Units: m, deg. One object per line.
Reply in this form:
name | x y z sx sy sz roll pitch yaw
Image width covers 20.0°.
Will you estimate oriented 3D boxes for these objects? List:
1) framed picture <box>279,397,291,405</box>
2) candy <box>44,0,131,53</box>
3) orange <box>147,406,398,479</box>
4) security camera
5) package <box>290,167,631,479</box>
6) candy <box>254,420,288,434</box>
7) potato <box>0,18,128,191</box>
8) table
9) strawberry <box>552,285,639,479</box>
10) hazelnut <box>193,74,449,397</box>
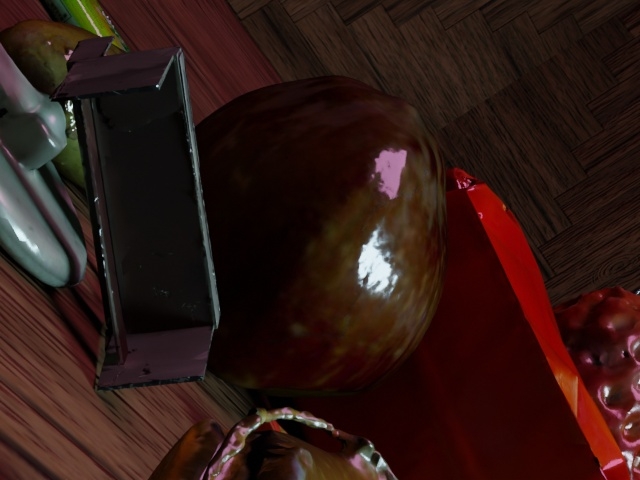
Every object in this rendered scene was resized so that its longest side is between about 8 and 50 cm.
framed picture | -0.078 0.020 1.381 0.203 0.015 0.150 56 5 -12
candy | -0.186 -0.172 1.443 0.178 0.032 0.102 58 5 3
orange | -0.022 0.142 0.618 0.160 0.112 0.170 62 37 -14
security camera | -0.178 -0.103 0.860 0.301 0.080 0.157 57 3 -37
package | 0.092 0.121 1.274 0.123 0.196 0.423 46 18 -43
candy | -0.011 0.162 1.010 0.062 0.038 0.122 53 7 -48
potato | -0.134 -0.078 1.078 0.105 0.085 0.188 57 9 23
table | -0.092 -0.022 0.926 0.175 0.062 0.146 -91 174 -74
strawberry | 0.166 0.176 1.389 0.253 0.280 0.150 69 11 19
hazelnut | 0.000 0.000 1.191 0.218 0.218 0.234 55 3 -25
